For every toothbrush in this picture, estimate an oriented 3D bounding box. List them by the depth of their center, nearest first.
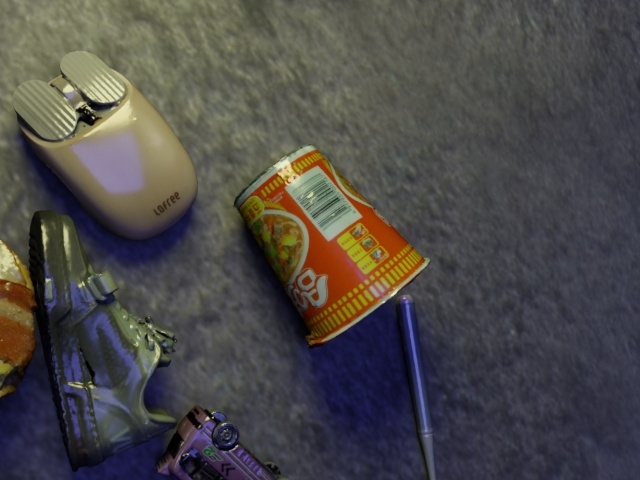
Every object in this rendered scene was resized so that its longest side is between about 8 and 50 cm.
[{"bbox_3d":[0.141,0.247,0.949,0.030,0.025,0.341,-4,84,-20],"label":"toothbrush"}]

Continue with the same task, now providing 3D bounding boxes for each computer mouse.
[{"bbox_3d":[-0.253,-0.112,0.814,0.145,0.082,0.236,-41,99,-21],"label":"computer mouse"}]

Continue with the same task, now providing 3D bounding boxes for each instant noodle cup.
[{"bbox_3d":[0.000,0.000,0.857,0.193,0.193,0.212,-37,88,-22],"label":"instant noodle cup"}]

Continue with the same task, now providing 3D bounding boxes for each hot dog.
[{"bbox_3d":[-0.359,0.103,0.708,0.103,0.146,0.213,39,39,-39],"label":"hot dog"}]

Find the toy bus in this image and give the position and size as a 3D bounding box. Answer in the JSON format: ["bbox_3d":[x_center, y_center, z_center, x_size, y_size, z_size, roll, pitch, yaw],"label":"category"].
[{"bbox_3d":[-0.108,0.287,0.810,0.098,0.087,0.178,-45,101,-15],"label":"toy bus"}]

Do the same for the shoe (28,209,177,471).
[{"bbox_3d":[-0.242,0.104,0.778,0.149,0.109,0.292,-8,88,-27],"label":"shoe"}]
